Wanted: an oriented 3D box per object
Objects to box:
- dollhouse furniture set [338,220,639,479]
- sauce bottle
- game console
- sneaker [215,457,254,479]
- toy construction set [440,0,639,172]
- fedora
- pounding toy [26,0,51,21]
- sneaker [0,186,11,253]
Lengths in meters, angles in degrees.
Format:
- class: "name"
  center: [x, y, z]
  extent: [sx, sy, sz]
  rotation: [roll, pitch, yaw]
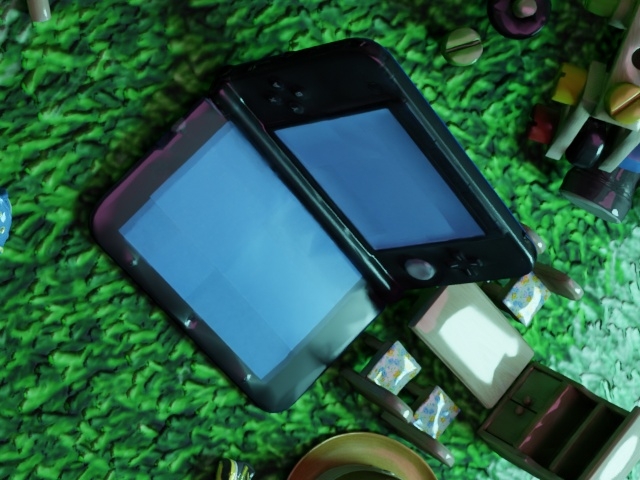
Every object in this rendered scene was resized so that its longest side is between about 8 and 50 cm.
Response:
- class: "dollhouse furniture set"
  center: [0.185, 0.130, 1.539]
  extent: [0.212, 0.161, 0.242]
  rotation: [-50, 124, -10]
- class: "sauce bottle"
  center: [0.343, -0.181, 1.581]
  extent: [0.111, 0.111, 0.344]
  rotation: [30, 89, -35]
- class: "game console"
  center: [0.000, 0.000, 1.382]
  extent: [0.293, 0.250, 0.173]
  rotation: [48, 50, -34]
- class: "sneaker"
  center: [-0.080, 0.240, 1.481]
  extent: [0.035, 0.031, 0.083]
  rotation: [5, 102, -34]
- class: "toy construction set"
  center: [0.309, -0.153, 1.402]
  extent: [0.309, 0.237, 0.257]
  rotation: [45, 88, -8]
- class: "fedora"
  center: [0.054, 0.272, 1.522]
  extent: [0.194, 0.079, 0.194]
  rotation: [2, 85, -27]
- class: "pounding toy"
  center: [-0.293, -0.215, 1.156]
  extent: [0.236, 0.110, 0.183]
  rotation: [-15, 113, -28]
- class: "sneaker"
  center: [-0.277, 0.028, 1.253]
  extent: [0.126, 0.091, 0.240]
  rotation: [-31, 118, -22]
